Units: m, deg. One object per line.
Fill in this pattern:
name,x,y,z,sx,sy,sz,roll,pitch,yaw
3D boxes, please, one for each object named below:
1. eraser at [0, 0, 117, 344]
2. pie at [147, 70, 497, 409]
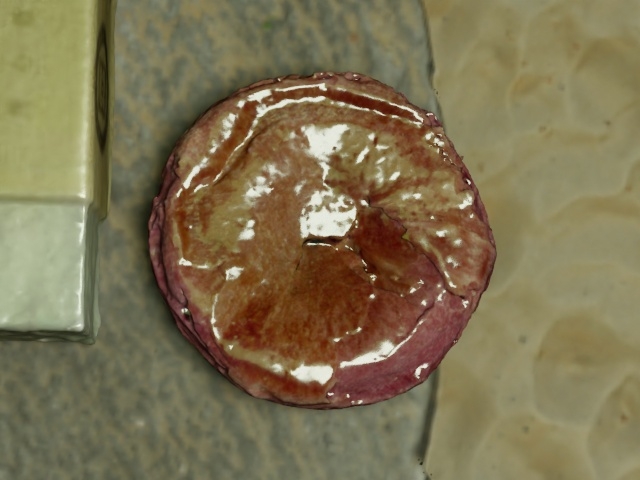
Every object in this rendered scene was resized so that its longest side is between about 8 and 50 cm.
eraser,-0.180,-0.120,0.990,0.144,0.078,0.343,0,82,0
pie,0.000,0.000,0.991,0.182,0.049,0.182,1,80,-6
